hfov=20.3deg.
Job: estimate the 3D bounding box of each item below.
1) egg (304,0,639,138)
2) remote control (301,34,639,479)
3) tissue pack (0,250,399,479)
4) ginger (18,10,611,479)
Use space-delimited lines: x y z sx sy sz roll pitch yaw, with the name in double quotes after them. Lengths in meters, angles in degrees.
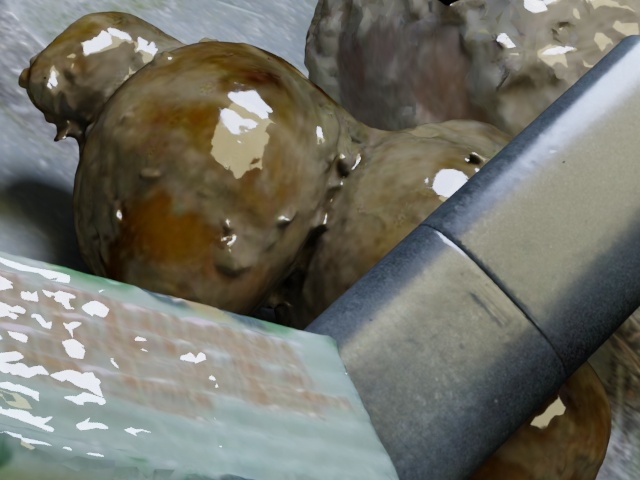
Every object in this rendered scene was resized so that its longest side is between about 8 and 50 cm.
0.140 -0.098 1.207 0.310 0.279 0.279 40 27 22 "egg"
0.070 0.044 0.874 0.377 0.044 0.107 -42 90 -23 "remote control"
-0.155 0.111 0.563 0.311 0.228 0.128 16 31 -34 "tissue pack"
0.000 0.000 0.984 0.375 0.176 0.256 32 43 -4 "ginger"
